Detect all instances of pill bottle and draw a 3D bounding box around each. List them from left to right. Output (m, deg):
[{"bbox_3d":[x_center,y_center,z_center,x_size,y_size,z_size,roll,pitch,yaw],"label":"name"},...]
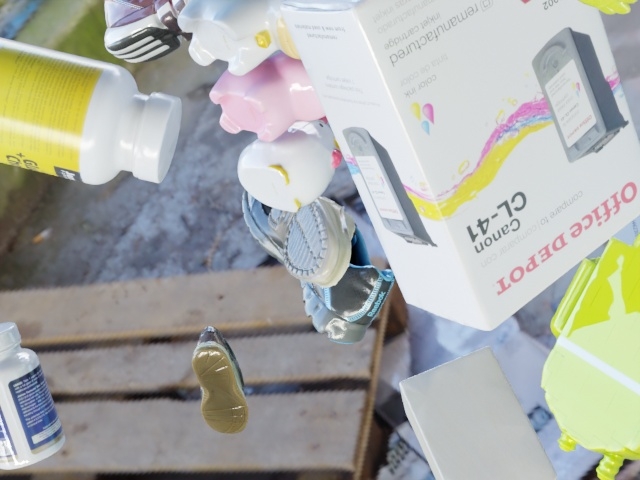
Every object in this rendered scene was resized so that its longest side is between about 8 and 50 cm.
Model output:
[{"bbox_3d":[-0.392,0.194,1.412,0.094,0.169,0.094,-15,12,3],"label":"pill bottle"},{"bbox_3d":[-0.215,-0.105,0.933,0.184,0.103,0.103,14,50,1],"label":"pill bottle"}]

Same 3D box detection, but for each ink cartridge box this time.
[{"bbox_3d":[0.136,-0.114,0.957,0.226,0.306,0.131,-35,24,-19],"label":"ink cartridge box"}]

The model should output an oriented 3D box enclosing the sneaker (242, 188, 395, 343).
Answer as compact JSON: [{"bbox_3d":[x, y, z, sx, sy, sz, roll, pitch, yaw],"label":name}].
[{"bbox_3d":[0.000,0.000,1.746,0.140,0.125,0.341,-55,55,25],"label":"sneaker"}]

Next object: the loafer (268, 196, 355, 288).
[{"bbox_3d":[0.002,-0.010,1.471,0.102,0.092,0.268,-64,19,14],"label":"loafer"}]

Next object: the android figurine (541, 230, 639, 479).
[{"bbox_3d":[0.320,0.105,1.112,0.248,0.056,0.273,32,100,57],"label":"android figurine"}]

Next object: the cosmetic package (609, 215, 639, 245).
[{"bbox_3d":[0.448,0.049,1.370,0.138,0.225,0.224,-16,42,17],"label":"cosmetic package"}]

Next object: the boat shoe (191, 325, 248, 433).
[{"bbox_3d":[-0.107,0.155,1.232,0.056,0.152,0.049,1,45,4],"label":"boat shoe"}]

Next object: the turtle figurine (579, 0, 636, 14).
[{"bbox_3d":[0.240,-0.269,0.742,0.217,0.087,0.269,-60,15,-23],"label":"turtle figurine"}]

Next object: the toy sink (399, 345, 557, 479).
[{"bbox_3d":[0.235,0.305,1.662,0.153,0.131,0.234,-22,56,-4],"label":"toy sink"}]

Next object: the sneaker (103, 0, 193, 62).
[{"bbox_3d":[-0.140,-0.329,1.276,0.281,0.106,0.162,-21,75,13],"label":"sneaker"}]

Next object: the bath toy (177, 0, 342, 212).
[{"bbox_3d":[-0.040,-0.178,1.160,0.151,0.348,0.129,18,55,26],"label":"bath toy"}]
